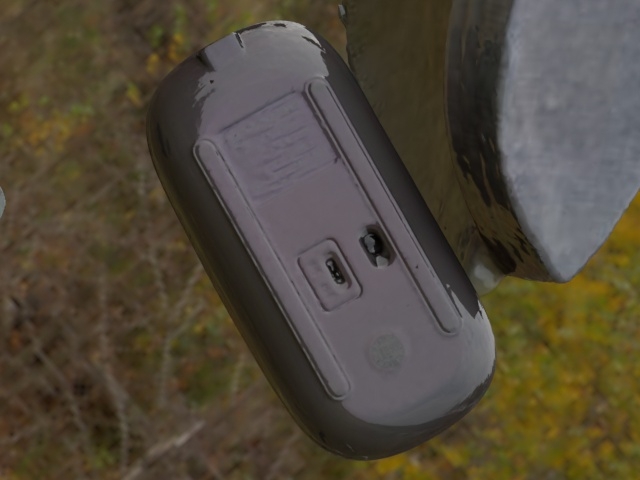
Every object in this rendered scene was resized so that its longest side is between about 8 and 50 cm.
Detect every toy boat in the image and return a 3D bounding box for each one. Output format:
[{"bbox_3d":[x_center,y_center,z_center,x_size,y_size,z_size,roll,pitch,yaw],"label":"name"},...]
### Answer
[{"bbox_3d":[0.091,-0.105,0.925,0.293,0.111,0.276,-179,-94,-68],"label":"toy boat"}]

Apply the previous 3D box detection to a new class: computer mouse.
[{"bbox_3d":[0.000,0.001,0.868,0.232,0.120,0.057,59,-8,0],"label":"computer mouse"}]

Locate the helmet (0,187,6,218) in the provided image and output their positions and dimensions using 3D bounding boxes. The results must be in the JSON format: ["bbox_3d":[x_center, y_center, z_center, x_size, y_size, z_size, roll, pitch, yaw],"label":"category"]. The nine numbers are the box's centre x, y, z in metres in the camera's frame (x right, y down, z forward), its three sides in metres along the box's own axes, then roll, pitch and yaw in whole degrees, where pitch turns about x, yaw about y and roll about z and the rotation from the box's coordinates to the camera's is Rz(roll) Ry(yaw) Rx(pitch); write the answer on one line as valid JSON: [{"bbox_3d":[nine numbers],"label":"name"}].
[{"bbox_3d":[-0.392,-0.046,1.548,0.107,0.153,0.177,-16,71,-57],"label":"helmet"}]
